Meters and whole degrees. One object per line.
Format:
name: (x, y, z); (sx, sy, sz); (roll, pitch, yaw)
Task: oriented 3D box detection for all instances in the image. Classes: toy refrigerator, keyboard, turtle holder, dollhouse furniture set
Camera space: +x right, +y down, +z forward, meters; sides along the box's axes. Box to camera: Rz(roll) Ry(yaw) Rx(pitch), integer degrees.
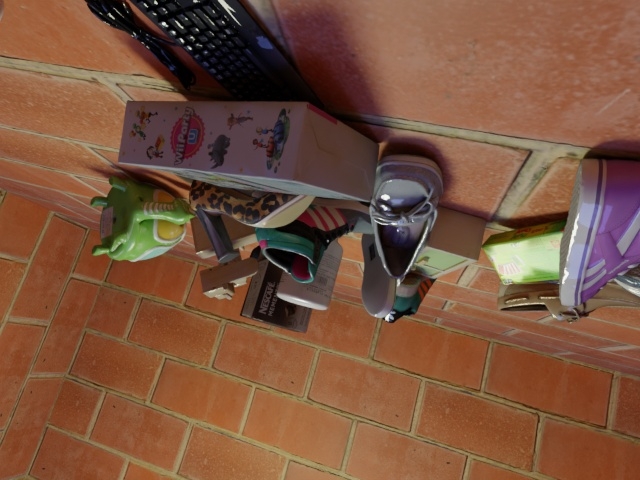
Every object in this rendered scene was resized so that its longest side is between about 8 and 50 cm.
toy refrigerator: (0.248, 0.018, 0.968); (0.102, 0.094, 0.269); (16, 168, 0)
keyboard: (-0.148, -0.231, 0.534); (0.202, 0.033, 0.317); (8, 164, 33)
turtle holder: (-0.515, -0.073, 1.325); (0.228, 0.243, 0.320); (8, 137, -45)
dollhouse furniture set: (-0.207, 0.041, 1.281); (0.174, 0.303, 0.355); (-18, 156, 4)

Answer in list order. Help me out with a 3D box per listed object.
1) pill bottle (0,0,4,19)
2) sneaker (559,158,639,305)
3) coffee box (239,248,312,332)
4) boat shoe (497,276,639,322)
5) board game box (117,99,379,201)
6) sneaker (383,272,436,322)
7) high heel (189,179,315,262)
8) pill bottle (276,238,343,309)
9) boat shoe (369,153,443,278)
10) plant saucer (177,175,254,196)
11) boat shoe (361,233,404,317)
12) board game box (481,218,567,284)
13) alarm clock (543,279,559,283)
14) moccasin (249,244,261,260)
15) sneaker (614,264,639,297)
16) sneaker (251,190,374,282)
pill bottle: (-0.464, -0.288, 0.554); (0.152, 0.086, 0.086); (6, 164, 38)
sneaker: (0.414, 0.012, 0.599); (0.161, 0.102, 0.282); (5, 146, 21)
coffee box: (-0.094, 0.095, 1.267); (0.168, 0.296, 0.119); (22, 166, -22)
boat shoe: (0.578, 0.140, 1.042); (0.122, 0.110, 0.341); (24, 165, -31)
board game box: (-0.099, -0.126, 0.652); (0.304, 0.097, 0.224); (9, -179, 29)
sneaker: (0.225, 0.121, 1.163); (0.108, 0.120, 0.302); (25, -159, 25)
high heel: (-0.130, -0.100, 0.828); (0.261, 0.186, 0.093); (-33, 163, 17)
pill bottle: (-0.015, 0.046, 1.108); (0.131, 0.229, 0.131); (15, 167, 3)
boat shoe: (0.143, -0.034, 0.776); (0.118, 0.103, 0.320); (5, 156, 6)
plant saucer: (-0.200, -0.141, 0.971); (0.278, 0.041, 0.278); (16, 168, 3)
boat shoe: (0.147, 0.062, 0.984); (0.084, 0.258, 0.095); (27, 135, -23)
board game box: (0.386, 0.022, 0.785); (0.092, 0.043, 0.181); (55, 150, -10)
alarm clock: (0.468, 0.049, 0.894); (0.192, 0.064, 0.129); (28, 163, -31)
moccasin: (-0.140, 0.043, 1.541); (0.342, 0.116, 0.138); (9, 154, 49)
sneaker: (0.559, 0.019, 0.628); (0.283, 0.110, 0.122); (-3, 140, 50)
sneaker: (0.000, 0.000, 0.924); (0.296, 0.178, 0.124); (8, 160, -19)
